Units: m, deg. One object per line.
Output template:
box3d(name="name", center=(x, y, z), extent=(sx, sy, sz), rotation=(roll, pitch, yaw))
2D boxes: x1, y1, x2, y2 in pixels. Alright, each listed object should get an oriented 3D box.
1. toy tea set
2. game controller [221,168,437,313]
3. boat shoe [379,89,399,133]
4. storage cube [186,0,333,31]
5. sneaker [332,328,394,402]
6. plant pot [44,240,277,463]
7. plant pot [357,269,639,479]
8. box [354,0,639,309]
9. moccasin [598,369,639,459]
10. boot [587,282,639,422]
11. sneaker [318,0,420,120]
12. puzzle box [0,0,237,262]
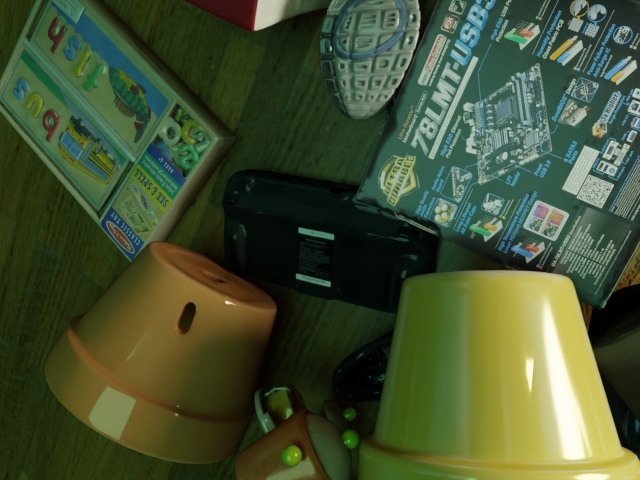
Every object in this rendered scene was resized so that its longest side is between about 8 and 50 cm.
box3d(name="toy tea set", center=(0.008, 0.255, 0.679), extent=(0.124, 0.336, 0.199), rotation=(-28, 98, 4))
box3d(name="game controller", center=(0.000, 0.000, 0.792), extent=(0.320, 0.067, 0.166), rotation=(12, 119, 23))
box3d(name="boat shoe", center=(0.097, -0.131, 0.722), extent=(0.043, 0.049, 0.136), rotation=(-15, 97, 29))
box3d(name="storage cube", center=(-0.086, -0.382, 0.660), extent=(0.193, 0.184, 0.214), rotation=(31, 131, 17))
box3d(name="sneaker", center=(0.141, 0.135, 0.695), extent=(0.283, 0.124, 0.107), rotation=(-34, 73, 25))
box3d(name="plant pot", center=(-0.196, 0.134, 0.793), extent=(0.291, 0.291, 0.203), rotation=(29, 94, 18))
box3d(name="plant pot", center=(0.163, 0.156, 0.548), extent=(0.254, 0.254, 0.238), rotation=(-3, 78, 26))
box3d(name="box", center=(0.228, -0.120, 0.618), extent=(0.294, 0.073, 0.295), rotation=(25, 104, 14))
box3d(name="moccasin", center=(0.329, 0.300, 0.637), extent=(0.117, 0.138, 0.341), rotation=(-3, 97, 1))
box3d(name="boot", center=(0.525, 0.173, 0.507), extent=(0.367, 0.146, 0.445), rotation=(-36, 83, 22))
box3d(name="sneaker", center=(0.072, -0.286, 0.657), extent=(0.111, 0.129, 0.296), rotation=(10, 98, 13))
box3d(name="puzzle box", center=(-0.351, -0.197, 0.918), extent=(0.409, 0.052, 0.272), rotation=(45, 115, 12))
